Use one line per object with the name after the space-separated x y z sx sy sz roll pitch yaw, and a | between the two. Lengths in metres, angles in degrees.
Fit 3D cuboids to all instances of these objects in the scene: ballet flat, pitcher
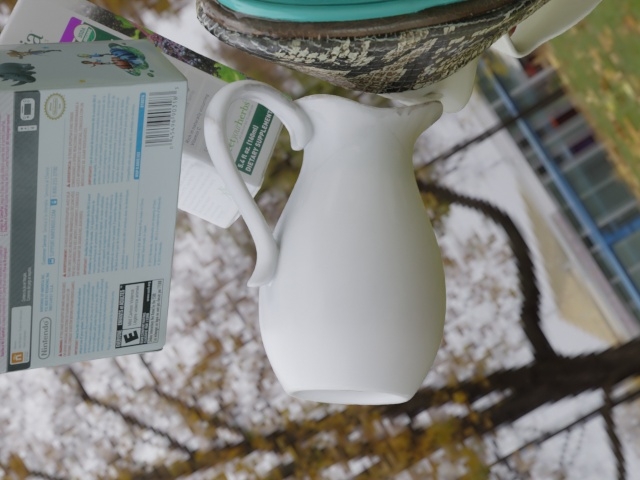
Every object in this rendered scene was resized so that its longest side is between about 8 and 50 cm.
0.127 -0.200 1.100 0.164 0.482 0.182 39 150 34 | ballet flat
0.000 0.000 0.996 0.177 0.125 0.207 8 -104 -26 | pitcher

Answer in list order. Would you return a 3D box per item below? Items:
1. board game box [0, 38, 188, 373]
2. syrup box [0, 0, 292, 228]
-0.255 -0.017 1.018 0.303 0.224 0.097 -6 -150 -26 | board game box
-0.155 -0.110 1.221 0.236 0.096 0.093 25 -119 -10 | syrup box
